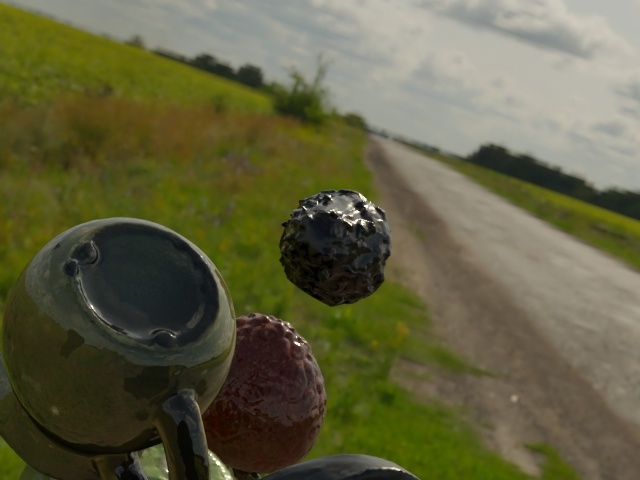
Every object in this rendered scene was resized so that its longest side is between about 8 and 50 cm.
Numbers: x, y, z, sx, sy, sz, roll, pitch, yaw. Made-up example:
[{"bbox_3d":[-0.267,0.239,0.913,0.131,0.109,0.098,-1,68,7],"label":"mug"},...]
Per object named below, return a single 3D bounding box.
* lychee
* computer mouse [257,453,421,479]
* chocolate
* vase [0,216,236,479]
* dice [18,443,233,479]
[{"bbox_3d":[-0.122,0.257,2.206,0.255,0.300,0.255,16,-1,0],"label":"lychee"},{"bbox_3d":[-0.029,0.274,1.246,0.100,0.269,0.170,49,-11,54],"label":"computer mouse"},{"bbox_3d":[0.000,0.000,1.712,0.156,0.156,0.133,22,1,25],"label":"chocolate"},{"bbox_3d":[-0.211,0.166,1.515,0.241,0.302,0.329,-13,61,-37],"label":"vase"},{"bbox_3d":[-0.254,0.398,1.818,0.255,0.252,0.249,9,40,-24],"label":"dice"}]
